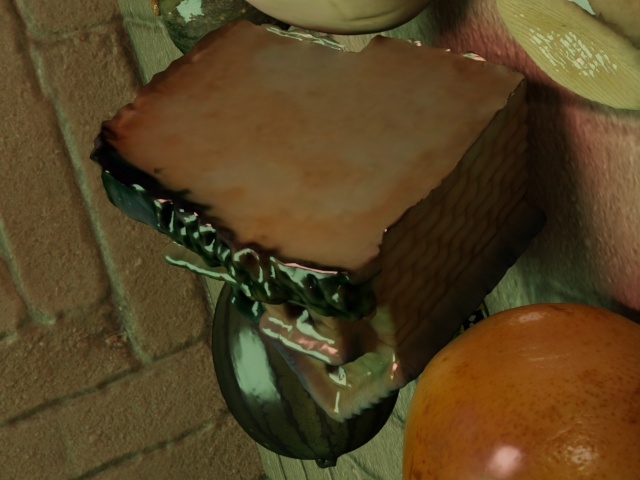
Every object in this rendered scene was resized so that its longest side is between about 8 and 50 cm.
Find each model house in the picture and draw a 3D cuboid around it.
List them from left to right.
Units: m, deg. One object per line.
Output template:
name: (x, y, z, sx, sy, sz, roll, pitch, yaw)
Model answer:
model house: (0.000, 0.000, 1.515, 0.445, 0.395, 0.400, 20, 144, 30)

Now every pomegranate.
pomegranate: (0.282, 0.268, 1.321, 0.416, 0.417, 0.416, 56, 159, 35)

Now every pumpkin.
pumpkin: (-0.169, -0.453, 1.984, 0.327, 0.257, 0.291, 61, 175, 0)

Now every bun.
bun: (0.272, -0.224, 1.163, 0.222, 0.127, 0.222, 38, 170, 7)

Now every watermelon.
watermelon: (-0.017, 0.171, 1.820, 0.279, 0.279, 0.359, 175, 81, -72)

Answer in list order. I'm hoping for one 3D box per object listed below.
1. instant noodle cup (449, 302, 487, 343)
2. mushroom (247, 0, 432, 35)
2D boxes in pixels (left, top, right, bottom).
instant noodle cup: (0.171, 0.125, 1.866, 0.151, 0.122, 0.151, 55, 158, 35)
mushroom: (0.005, -0.395, 1.475, 0.315, 0.315, 0.356, 52, 157, 42)
